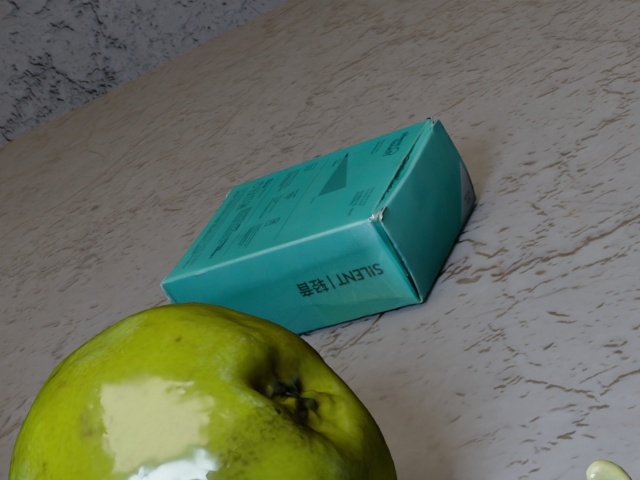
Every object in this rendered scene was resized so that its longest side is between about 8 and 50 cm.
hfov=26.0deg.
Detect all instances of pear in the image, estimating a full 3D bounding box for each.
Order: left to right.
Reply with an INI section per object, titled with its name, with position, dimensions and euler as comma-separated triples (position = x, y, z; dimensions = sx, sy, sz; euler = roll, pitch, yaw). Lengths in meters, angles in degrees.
[pear]
position = -0.107, 0.206, 1.056
dimensions = 0.375, 0.287, 0.287
euler = -50, 5, 42

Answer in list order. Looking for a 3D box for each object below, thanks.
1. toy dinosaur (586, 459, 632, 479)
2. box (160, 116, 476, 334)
[toy dinosaur]
position = 0.263, 0.168, 0.771
dimensions = 0.152, 0.194, 0.177
euler = -17, 47, 55
[box]
position = 0.000, 0.000, 1.544
dimensions = 0.311, 0.118, 0.205
euler = -18, 28, 35
